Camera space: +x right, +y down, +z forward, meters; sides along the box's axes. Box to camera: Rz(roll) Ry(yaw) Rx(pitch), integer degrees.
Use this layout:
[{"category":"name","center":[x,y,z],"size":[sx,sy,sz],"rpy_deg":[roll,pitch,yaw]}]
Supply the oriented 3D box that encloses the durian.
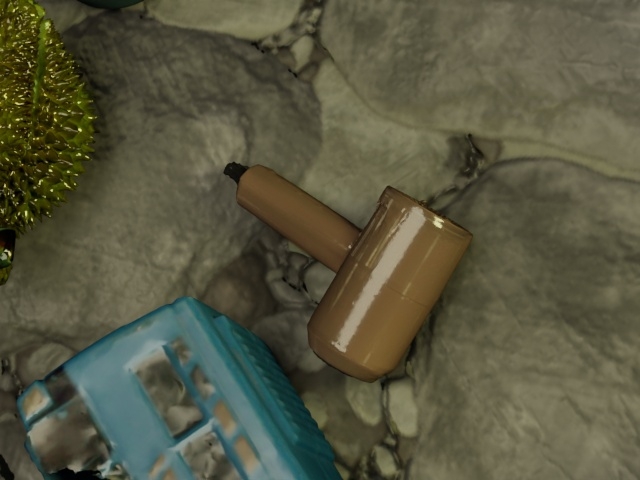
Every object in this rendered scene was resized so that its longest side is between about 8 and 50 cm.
[{"category":"durian","center":[-0.237,-0.079,1.068],"size":[0.146,0.159,0.198],"rpy_deg":[5,116,34]}]

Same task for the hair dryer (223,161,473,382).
[{"category":"hair dryer","center":[0.000,0.000,1.003],"size":[0.182,0.064,0.117],"rpy_deg":[35,97,33]}]

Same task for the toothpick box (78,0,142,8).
[{"category":"toothpick box","center":[-0.176,-0.236,1.047],"size":[0.120,0.184,0.120],"rpy_deg":[-5,79,24]}]

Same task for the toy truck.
[{"category":"toy truck","center":[-0.030,0.225,0.920],"size":[0.162,0.161,0.385],"rpy_deg":[-35,68,5]}]
